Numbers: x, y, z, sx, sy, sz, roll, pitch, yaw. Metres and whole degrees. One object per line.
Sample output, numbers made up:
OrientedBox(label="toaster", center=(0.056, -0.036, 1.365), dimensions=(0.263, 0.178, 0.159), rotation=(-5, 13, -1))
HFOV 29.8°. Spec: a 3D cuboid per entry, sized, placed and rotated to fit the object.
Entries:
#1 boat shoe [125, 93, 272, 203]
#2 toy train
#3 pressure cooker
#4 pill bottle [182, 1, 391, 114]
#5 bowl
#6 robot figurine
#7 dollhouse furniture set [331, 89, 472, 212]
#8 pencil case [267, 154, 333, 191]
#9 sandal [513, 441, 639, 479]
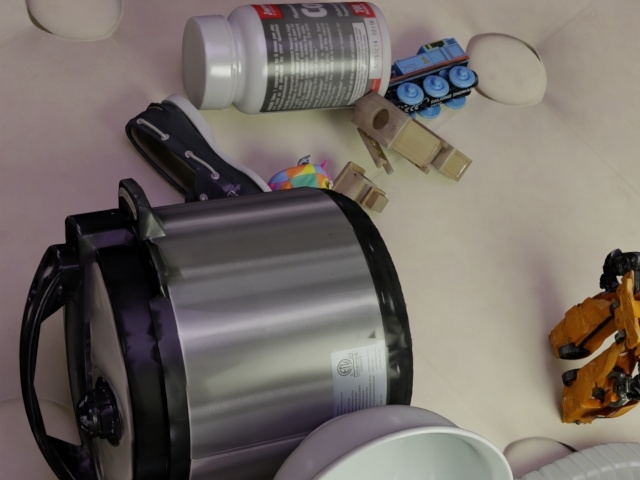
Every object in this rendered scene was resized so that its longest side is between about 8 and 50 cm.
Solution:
OrientedBox(label="boat shoe", center=(-0.157, -0.076, 1.689), dimensions=(0.091, 0.114, 0.302), rotation=(-33, 65, -29))
OrientedBox(label="toy train", center=(0.159, -0.249, 1.892), dimensions=(0.184, 0.080, 0.105), rotation=(-20, 62, -23))
OrientedBox(label="pressure cooker", center=(-0.144, 0.127, 1.429), dimensions=(0.421, 0.375, 0.369), rotation=(-10, 70, -22))
OrientedBox(label="pill bottle", center=(-0.052, -0.271, 1.785), dimensions=(0.283, 0.161, 0.161), rotation=(-6, 66, -20))
OrientedBox(label="bowl", center=(0.050, 0.283, 1.309), dimensions=(0.298, 0.297, 0.134), rotation=(-11, 35, -22))
OrientedBox(label="robot figurine", center=(0.405, 0.138, 1.640), dimensions=(0.085, 0.291, 0.211), rotation=(3, 63, -16))
OrientedBox(label="dollhouse furniture set", center=(0.107, -0.112, 1.822), dimensions=(0.182, 0.161, 0.101), rotation=(28, 11, -48))
OrientedBox(label="pencil case", center=(0.000, 0.000, 1.699), dimensions=(0.104, 0.104, 0.236), rotation=(-12, 70, -22))
OrientedBox(label="sandal", center=(0.347, 0.375, 1.615), dimensions=(0.416, 0.102, 0.169), rotation=(-8, 46, -15))
